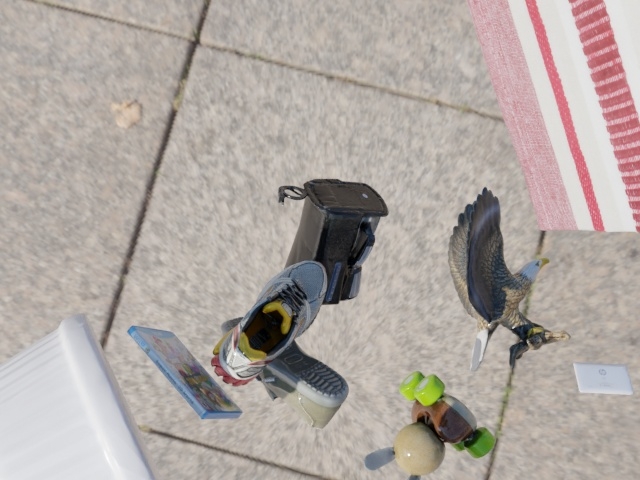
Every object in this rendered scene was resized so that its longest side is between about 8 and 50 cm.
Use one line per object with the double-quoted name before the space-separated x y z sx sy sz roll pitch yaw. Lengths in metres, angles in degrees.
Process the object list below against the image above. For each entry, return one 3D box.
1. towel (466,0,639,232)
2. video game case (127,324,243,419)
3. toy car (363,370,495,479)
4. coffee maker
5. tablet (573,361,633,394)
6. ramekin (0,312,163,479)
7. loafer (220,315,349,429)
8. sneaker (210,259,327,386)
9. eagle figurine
"towel" 0.181 -0.117 0.522 0.037 0.329 0.237 -21 97 -14
"video game case" -0.187 0.184 1.289 0.166 0.119 0.015 44 97 21
"toy car" 0.166 0.341 1.557 0.188 0.149 0.155 -45 97 -12
"coffee maker" 0.000 0.000 1.444 0.171 0.120 0.178 14 121 -5
"tablet" 0.429 0.208 1.404 0.083 0.006 0.054 4 48 -4
"ramekin" -0.220 0.212 0.849 0.127 0.273 0.273 -25 82 -13
"loafer" -0.066 0.196 1.378 0.251 0.094 0.087 35 122 39
"sneaker" -0.051 0.104 1.255 0.088 0.093 0.225 42 50 -4
"eagle figurine" 0.324 0.071 1.715 0.298 0.226 0.225 54 44 3
